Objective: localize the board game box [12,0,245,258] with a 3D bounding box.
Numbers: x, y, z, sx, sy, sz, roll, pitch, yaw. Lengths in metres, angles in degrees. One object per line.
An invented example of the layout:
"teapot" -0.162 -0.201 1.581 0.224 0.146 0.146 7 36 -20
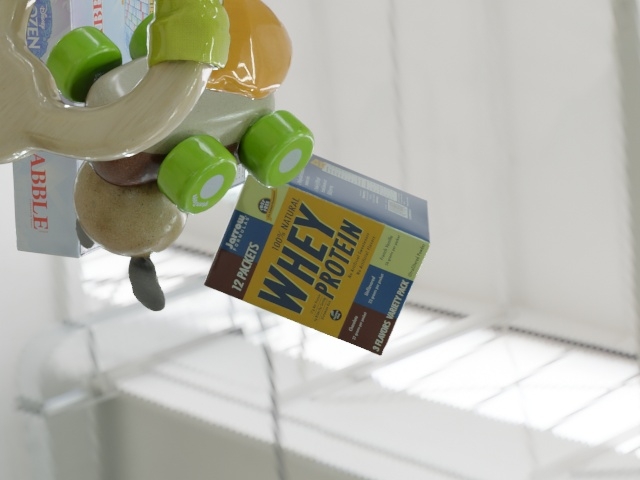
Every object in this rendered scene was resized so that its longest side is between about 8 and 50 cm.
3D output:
"board game box" -0.160 -0.175 1.475 0.066 0.318 0.319 5 -76 22

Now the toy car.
"toy car" -0.119 -0.042 1.223 0.155 0.149 0.188 44 -49 25

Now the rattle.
"rattle" -0.131 -0.085 0.861 0.199 0.143 0.130 -30 -85 13

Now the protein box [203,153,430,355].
"protein box" 0.000 0.000 1.842 0.201 0.200 0.136 22 -76 -3
